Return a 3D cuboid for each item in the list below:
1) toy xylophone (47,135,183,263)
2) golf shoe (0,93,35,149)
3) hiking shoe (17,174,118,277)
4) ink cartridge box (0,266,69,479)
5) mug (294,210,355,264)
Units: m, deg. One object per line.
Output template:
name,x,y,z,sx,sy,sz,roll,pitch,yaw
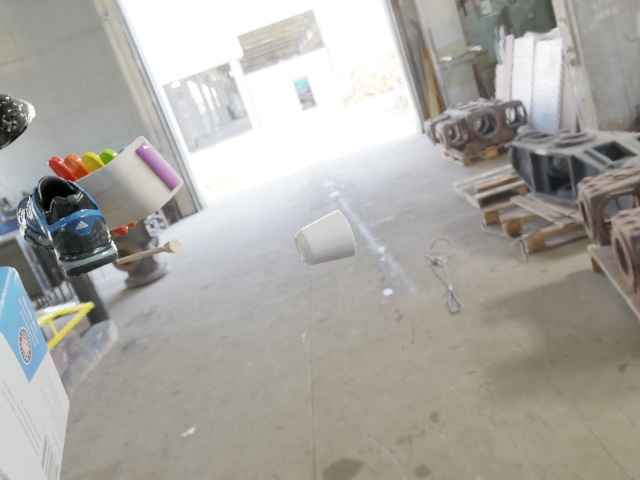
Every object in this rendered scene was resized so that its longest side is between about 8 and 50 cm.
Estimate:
toy xylophone,-0.389,-0.067,1.104,0.323,0.236,0.081,-6,40,35
golf shoe,-0.489,-0.139,0.814,0.198,0.077,0.094,-23,16,5
hiking shoe,-0.420,-0.050,0.943,0.113,0.132,0.304,-25,31,-36
ink cartridge box,-0.295,0.208,0.443,0.129,0.223,0.307,-4,43,-12
mug,0.002,0.003,0.740,0.064,0.062,0.078,-20,-7,-14
